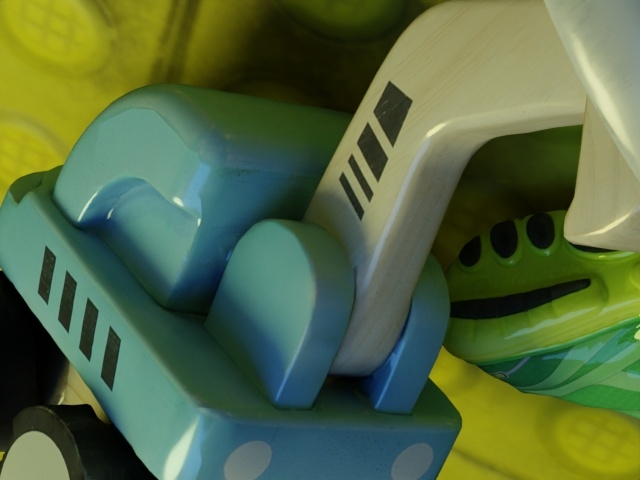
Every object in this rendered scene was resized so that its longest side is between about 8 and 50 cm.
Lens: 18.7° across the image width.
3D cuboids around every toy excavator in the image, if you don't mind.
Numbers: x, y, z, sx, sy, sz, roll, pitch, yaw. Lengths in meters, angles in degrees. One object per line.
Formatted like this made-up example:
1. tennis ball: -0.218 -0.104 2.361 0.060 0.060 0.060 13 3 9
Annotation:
1. toy excavator: 0.000 0.000 0.996 0.433 0.222 0.445 45 121 46

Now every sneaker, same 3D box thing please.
1. sneaker: 0.209 0.035 1.046 0.295 0.109 0.123 -3 149 33

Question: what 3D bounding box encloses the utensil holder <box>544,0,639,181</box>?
1. utensil holder: 0.304 -0.162 0.602 0.385 0.327 0.327 -23 118 40
